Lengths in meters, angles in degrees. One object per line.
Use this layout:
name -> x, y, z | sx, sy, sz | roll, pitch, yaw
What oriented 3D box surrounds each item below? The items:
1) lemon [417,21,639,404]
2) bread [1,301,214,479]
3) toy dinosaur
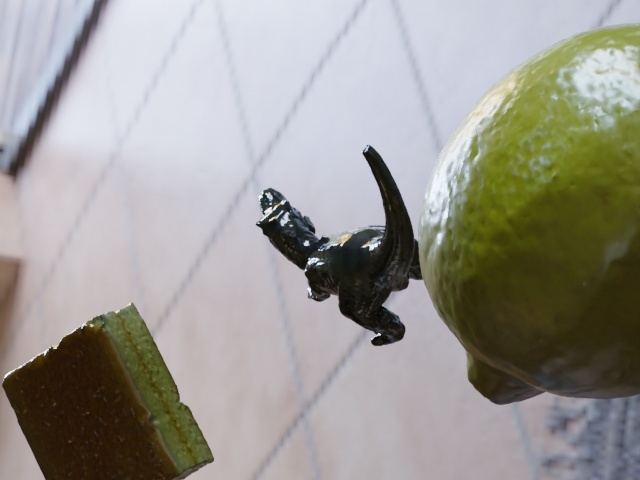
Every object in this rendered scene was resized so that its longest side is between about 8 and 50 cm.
lemon -> 0.152, -0.019, 0.966 | 0.248, 0.184, 0.184 | -55, 34, 24
bread -> -0.112, 0.094, 0.945 | 0.090, 0.035, 0.094 | -32, 81, 34
toy dinosaur -> 0.000, 0.000, 1.316 | 0.187, 0.179, 0.087 | 11, 71, 38
